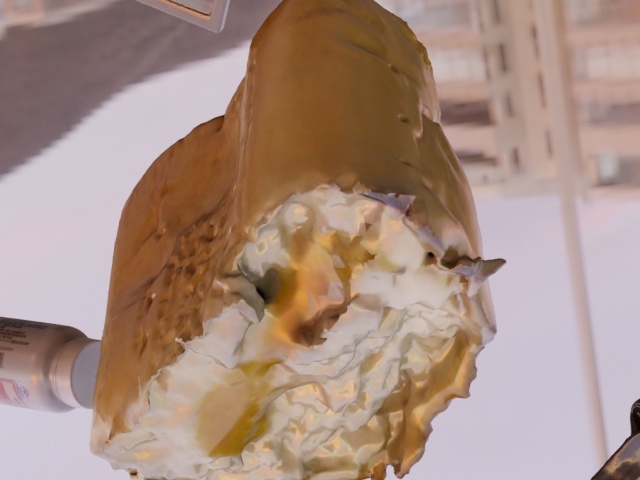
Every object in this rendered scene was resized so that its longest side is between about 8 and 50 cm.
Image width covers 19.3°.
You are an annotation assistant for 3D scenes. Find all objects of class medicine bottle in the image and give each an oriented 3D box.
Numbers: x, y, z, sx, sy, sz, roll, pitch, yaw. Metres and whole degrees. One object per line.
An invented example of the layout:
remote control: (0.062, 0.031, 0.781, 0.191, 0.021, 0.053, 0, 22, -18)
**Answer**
medicine bottle: (-0.250, 0.112, 1.678, 0.140, 0.079, 0.079, 5, -159, 38)

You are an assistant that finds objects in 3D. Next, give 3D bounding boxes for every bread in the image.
bread: (0.000, 0.000, 1.500, 0.250, 0.361, 0.394, 27, -145, -21)

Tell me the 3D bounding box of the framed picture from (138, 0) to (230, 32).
framed picture: (-0.201, -0.339, 1.907, 0.265, 0.192, 0.018, 22, -143, 8)

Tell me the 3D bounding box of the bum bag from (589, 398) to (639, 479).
bum bag: (0.319, 0.270, 1.582, 0.142, 0.326, 0.079, -34, -162, -7)
